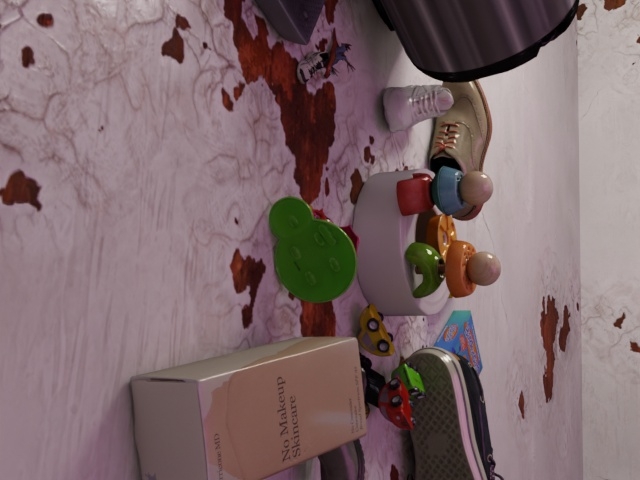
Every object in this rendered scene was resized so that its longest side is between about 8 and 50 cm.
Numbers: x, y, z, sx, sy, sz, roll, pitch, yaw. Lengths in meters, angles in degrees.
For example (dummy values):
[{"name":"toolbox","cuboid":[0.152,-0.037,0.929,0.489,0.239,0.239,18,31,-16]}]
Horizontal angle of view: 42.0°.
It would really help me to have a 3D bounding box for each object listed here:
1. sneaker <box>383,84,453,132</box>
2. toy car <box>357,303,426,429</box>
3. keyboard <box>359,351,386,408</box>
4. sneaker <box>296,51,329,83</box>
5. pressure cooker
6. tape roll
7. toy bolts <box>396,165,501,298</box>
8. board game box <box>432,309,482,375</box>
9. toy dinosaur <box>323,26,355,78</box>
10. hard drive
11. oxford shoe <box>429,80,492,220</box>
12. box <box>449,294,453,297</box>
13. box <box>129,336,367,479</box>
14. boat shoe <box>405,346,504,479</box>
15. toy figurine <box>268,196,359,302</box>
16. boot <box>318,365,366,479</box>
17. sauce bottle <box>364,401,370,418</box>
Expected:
[{"name":"sneaker","cuboid":[0.205,-0.280,1.692,0.232,0.115,0.090,-39,120,-56]},{"name":"toy car","cuboid":[0.137,0.251,1.523,0.225,0.053,0.239,42,27,-57]},{"name":"keyboard","cuboid":[0.083,0.250,1.485,0.180,0.023,0.108,43,27,-58]},{"name":"sneaker","cuboid":[-0.012,-0.291,1.386,0.032,0.037,0.083,65,37,-37]},{"name":"pressure cooker","cuboid":[0.260,-0.560,1.546,0.420,0.375,0.370,56,-1,-38]},{"name":"tape roll","cuboid":[0.168,0.004,1.612,0.286,0.100,0.286,13,75,-59]},{"name":"toy bolts","cuboid":[0.251,-0.029,1.498,0.218,0.158,0.229,-39,120,-56]},{"name":"board game box","cuboid":[0.305,0.277,1.879,0.210,0.047,0.160,-47,127,-54]},{"name":"toy dinosaur","cuboid":[0.021,-0.320,1.469,0.090,0.047,0.082,50,43,3]},{"name":"hard drive","cuboid":[-0.071,-0.442,1.278,0.255,0.054,0.172,56,41,-43]},{"name":"oxford shoe","cuboid":[0.307,-0.221,1.869,0.130,0.123,0.348,3,83,-55]},{"name":"box","cuboid":[0.293,0.069,1.875,0.169,0.054,0.059,-42,123,-56]},{"name":"box","cuboid":[-0.081,0.216,1.067,0.311,0.121,0.148,-8,92,-52]},{"name":"boat shoe","cuboid":[0.270,0.457,1.661,0.156,0.186,0.500,0,81,-55]},{"name":"toy figurine","cuboid":[0.000,0.000,1.333,0.173,0.130,0.159,58,18,-1]},{"name":"boot","cuboid":[-0.016,0.295,1.268,0.161,0.083,0.247,12,75,-37]},{"name":"sauce bottle","cuboid":[0.039,0.291,1.405,0.128,0.042,0.042,12,76,-60]}]
